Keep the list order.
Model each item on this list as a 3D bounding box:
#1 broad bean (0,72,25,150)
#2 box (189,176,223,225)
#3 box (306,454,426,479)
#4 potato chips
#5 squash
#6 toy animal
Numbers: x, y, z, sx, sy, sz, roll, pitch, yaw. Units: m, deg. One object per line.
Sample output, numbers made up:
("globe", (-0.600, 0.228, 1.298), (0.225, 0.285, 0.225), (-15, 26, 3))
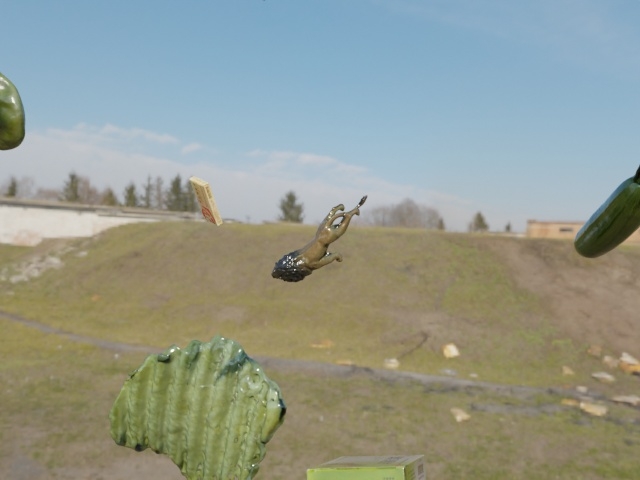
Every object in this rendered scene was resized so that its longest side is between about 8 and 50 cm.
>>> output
("broad bean", (-0.626, -0.248, 1.280), (0.206, 0.153, 0.072), (14, 26, 9))
("box", (-0.223, -0.077, 1.354), (0.015, 0.093, 0.058), (-32, 36, -26))
("box", (0.093, 0.440, 1.292), (0.175, 0.062, 0.260), (-6, -14, 15))
("potato chips", (-0.286, 0.410, 1.627), (0.373, 0.389, 0.097), (34, 16, -1))
("squash", (0.472, -0.037, 1.097), (0.066, 0.066, 0.252), (2, -27, -4))
("toy animal", (0.009, 0.003, 1.222), (0.069, 0.220, 0.086), (44, 2, 30))
